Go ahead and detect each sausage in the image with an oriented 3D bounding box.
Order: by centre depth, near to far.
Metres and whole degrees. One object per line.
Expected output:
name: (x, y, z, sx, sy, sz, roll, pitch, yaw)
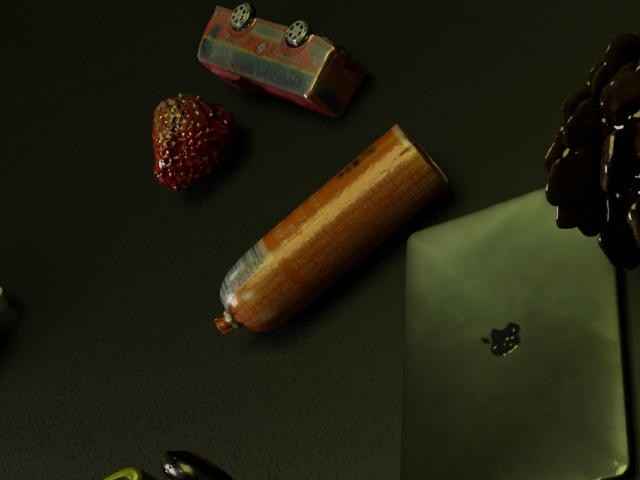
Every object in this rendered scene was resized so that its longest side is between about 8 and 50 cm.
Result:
sausage: (0.000, 0.000, 1.324, 0.234, 0.071, 0.071, -40, 43, 8)

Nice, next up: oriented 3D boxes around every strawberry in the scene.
strawberry: (-0.126, -0.094, 1.492, 0.083, 0.083, 0.096, 29, 89, 47)

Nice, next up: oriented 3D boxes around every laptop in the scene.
laptop: (0.143, 0.079, 1.189, 0.188, 0.015, 0.269, -19, 50, 28)

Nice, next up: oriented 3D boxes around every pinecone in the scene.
pinecone: (0.264, -0.053, 1.080, 0.204, 0.179, 0.184, 44, 107, 37)

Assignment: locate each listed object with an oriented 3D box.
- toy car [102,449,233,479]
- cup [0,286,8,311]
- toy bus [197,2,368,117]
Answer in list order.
toy car: (-0.083, 0.277, 1.134, 0.248, 0.142, 0.200, 27, 79, 36)
cup: (-0.382, 0.077, 1.557, 0.128, 0.095, 0.129, -36, 37, -20)
toy bus: (-0.041, -0.174, 1.491, 0.192, 0.065, 0.077, 23, 83, 46)
